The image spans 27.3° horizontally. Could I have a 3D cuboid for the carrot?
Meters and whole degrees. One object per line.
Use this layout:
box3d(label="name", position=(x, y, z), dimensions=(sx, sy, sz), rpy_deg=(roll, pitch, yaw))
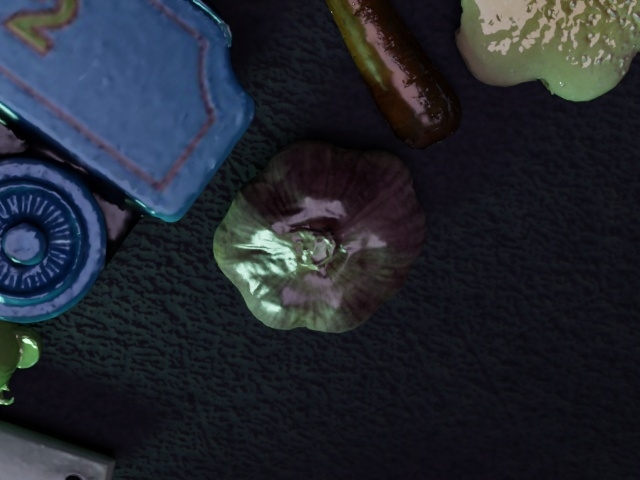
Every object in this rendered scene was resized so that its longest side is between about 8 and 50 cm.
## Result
box3d(label="carrot", position=(0.047, -0.139, 0.957), dimensions=(0.055, 0.055, 0.161), rpy_deg=(-31, 106, 7))

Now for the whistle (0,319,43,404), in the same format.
box3d(label="whistle", position=(-0.302, 0.037, 0.978), dimensions=(0.105, 0.085, 0.227), rpy_deg=(-34, 107, 14))

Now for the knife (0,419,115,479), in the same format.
box3d(label="knife", position=(-0.296, 0.163, 1.035), dimensions=(0.265, 0.040, 0.073), rpy_deg=(17, 78, -12))

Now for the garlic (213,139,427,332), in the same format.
box3d(label="garlic", position=(0.000, 0.000, 0.974), dimensions=(0.159, 0.102, 0.147), rpy_deg=(-18, 110, 4))

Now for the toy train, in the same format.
box3d(label="toy train", position=(-0.216, -0.113, 0.874), dimensions=(0.300, 0.188, 0.265), rpy_deg=(36, 89, -14))

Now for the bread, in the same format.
box3d(label="bread", position=(0.201, -0.221, 0.943), dimensions=(0.181, 0.039, 0.251), rpy_deg=(11, 107, -7))
